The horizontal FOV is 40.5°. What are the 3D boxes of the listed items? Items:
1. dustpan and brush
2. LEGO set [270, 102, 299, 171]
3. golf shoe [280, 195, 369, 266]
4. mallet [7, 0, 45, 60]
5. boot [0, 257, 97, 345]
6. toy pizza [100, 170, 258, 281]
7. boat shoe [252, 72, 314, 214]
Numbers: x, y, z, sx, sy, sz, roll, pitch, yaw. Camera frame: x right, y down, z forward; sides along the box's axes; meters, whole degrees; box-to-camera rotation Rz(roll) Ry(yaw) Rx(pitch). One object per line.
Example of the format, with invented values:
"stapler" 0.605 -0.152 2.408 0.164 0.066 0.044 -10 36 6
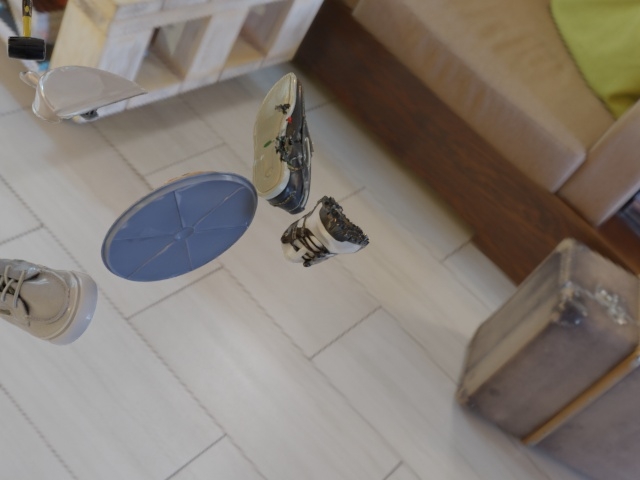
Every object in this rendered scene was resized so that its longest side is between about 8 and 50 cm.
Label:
"dustpan and brush" -0.364 -0.214 1.230 0.211 0.060 0.147 35 43 27
"LEGO set" -0.047 -0.125 1.056 0.054 0.023 0.083 18 68 -64
"golf shoe" 0.000 0.000 1.029 0.077 0.094 0.198 50 0 -2
"mallet" -0.515 -0.378 1.494 0.062 0.039 0.190 -6 53 -23
"boot" -0.380 0.066 1.057 0.123 0.258 0.095 22 74 -38
"toy pizza" -0.170 -0.020 1.043 0.201 0.201 0.032 -8 57 -38
"boat shoe" -0.050 -0.145 1.280 0.079 0.084 0.233 30 48 -37
